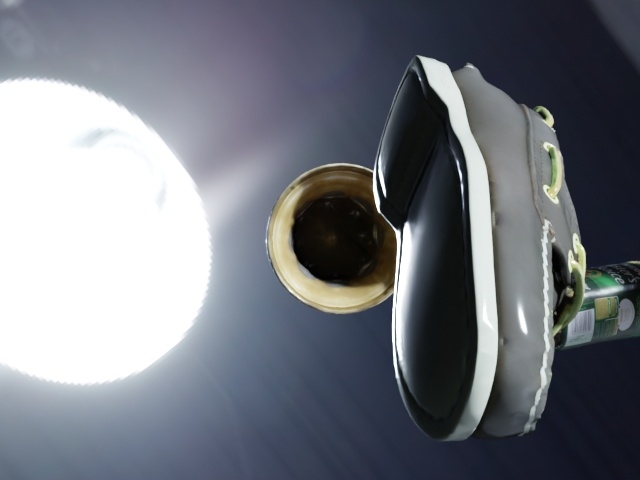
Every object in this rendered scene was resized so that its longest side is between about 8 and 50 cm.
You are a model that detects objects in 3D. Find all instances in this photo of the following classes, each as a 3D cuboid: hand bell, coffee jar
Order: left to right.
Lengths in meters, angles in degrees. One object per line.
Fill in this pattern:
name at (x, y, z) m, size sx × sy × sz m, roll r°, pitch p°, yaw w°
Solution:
hand bell at (0.000, 0.000, 1.422) m, size 0.126 × 0.126 × 0.242 m, roll -38°, pitch 5°, yaw -7°
coffee jar at (0.313, 0.069, 1.721) m, size 0.184 × 0.079 × 0.096 m, roll -6°, pitch 14°, yaw -27°

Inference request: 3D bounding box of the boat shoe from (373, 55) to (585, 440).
boat shoe at (0.066, -0.001, 0.591) m, size 0.228 × 0.068 × 0.081 m, roll -92°, pitch 21°, yaw -58°
